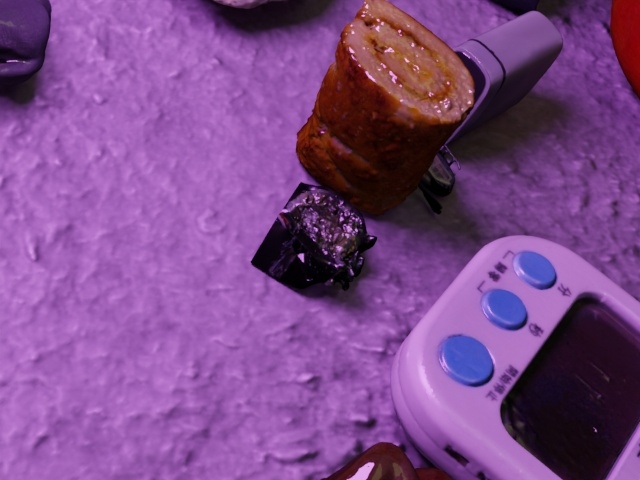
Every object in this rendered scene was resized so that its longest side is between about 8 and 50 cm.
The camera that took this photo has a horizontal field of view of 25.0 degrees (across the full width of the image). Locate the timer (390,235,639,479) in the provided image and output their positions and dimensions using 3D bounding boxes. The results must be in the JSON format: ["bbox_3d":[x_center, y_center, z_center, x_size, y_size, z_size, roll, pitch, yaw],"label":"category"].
[{"bbox_3d":[0.189,0.127,1.214,0.237,0.087,0.262,40,47,5],"label":"timer"}]

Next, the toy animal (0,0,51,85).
[{"bbox_3d":[-0.301,-0.229,1.227,0.137,0.082,0.269,6,49,-29],"label":"toy animal"}]

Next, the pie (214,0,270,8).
[{"bbox_3d":[-0.105,-0.333,1.400,0.274,0.105,0.257,31,38,-5],"label":"pie"}]

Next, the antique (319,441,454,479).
[{"bbox_3d":[0.014,0.251,1.002,0.143,0.121,0.257,47,48,1],"label":"antique"}]

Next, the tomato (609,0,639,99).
[{"bbox_3d":[0.471,-0.247,1.506,0.290,0.325,0.293,31,51,33],"label":"tomato"}]

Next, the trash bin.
[{"bbox_3d":[0.159,-0.155,1.396,0.130,0.116,0.059,-30,75,-42],"label":"trash bin"}]

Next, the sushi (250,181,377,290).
[{"bbox_3d":[0.000,0.000,1.233,0.085,0.056,0.083,31,39,-2],"label":"sushi"}]

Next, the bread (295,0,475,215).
[{"bbox_3d":[0.050,-0.109,1.255,0.132,0.172,0.103,39,58,4],"label":"bread"}]

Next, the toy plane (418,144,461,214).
[{"bbox_3d":[0.091,-0.080,1.359,0.049,0.031,0.120,-27,74,-31],"label":"toy plane"}]

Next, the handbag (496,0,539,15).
[{"bbox_3d":[0.167,-0.374,1.523,0.254,0.211,0.088,25,15,-9],"label":"handbag"}]
